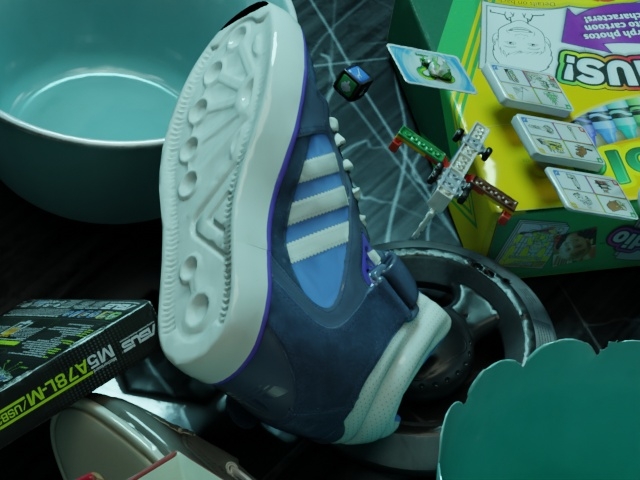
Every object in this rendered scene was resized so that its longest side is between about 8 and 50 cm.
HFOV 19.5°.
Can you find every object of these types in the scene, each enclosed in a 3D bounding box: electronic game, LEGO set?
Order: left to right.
[{"bbox_3d":[0.079,0.092,1.516,0.229,0.048,0.229,0,51,0],"label":"electronic game"},{"bbox_3d":[0.124,-0.079,1.530,0.244,0.060,0.182,7,43,-34],"label":"LEGO set"}]

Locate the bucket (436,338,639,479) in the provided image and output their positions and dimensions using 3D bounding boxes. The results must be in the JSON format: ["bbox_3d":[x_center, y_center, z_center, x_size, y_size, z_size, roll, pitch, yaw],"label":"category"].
[{"bbox_3d":[0.203,0.226,1.315,0.281,0.183,0.281,5,47,-5],"label":"bucket"}]

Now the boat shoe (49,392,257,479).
[{"bbox_3d":[-0.057,0.224,1.339,0.335,0.112,0.095,41,36,20],"label":"boat shoe"}]

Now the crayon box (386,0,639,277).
[{"bbox_3d":[0.277,-0.123,1.713,0.362,0.106,0.313,-6,48,-14],"label":"crayon box"}]

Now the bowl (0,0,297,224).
[{"bbox_3d":[-0.180,-0.134,1.610,0.311,0.163,0.312,4,47,-5],"label":"bowl"}]

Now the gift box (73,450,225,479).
[{"bbox_3d":[-0.113,0.295,1.117,0.276,0.255,0.258,-27,50,13],"label":"gift box"}]

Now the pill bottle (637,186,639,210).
[{"bbox_3d":[0.354,0.066,1.475,0.160,0.160,0.283,-4,59,-13],"label":"pill bottle"}]

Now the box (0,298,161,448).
[{"bbox_3d":[-0.237,0.101,1.385,0.184,0.045,0.190,-34,19,-33],"label":"box"}]

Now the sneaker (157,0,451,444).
[{"bbox_3d":[0.000,0.000,1.442,0.236,0.130,0.323,28,54,-36],"label":"sneaker"}]
